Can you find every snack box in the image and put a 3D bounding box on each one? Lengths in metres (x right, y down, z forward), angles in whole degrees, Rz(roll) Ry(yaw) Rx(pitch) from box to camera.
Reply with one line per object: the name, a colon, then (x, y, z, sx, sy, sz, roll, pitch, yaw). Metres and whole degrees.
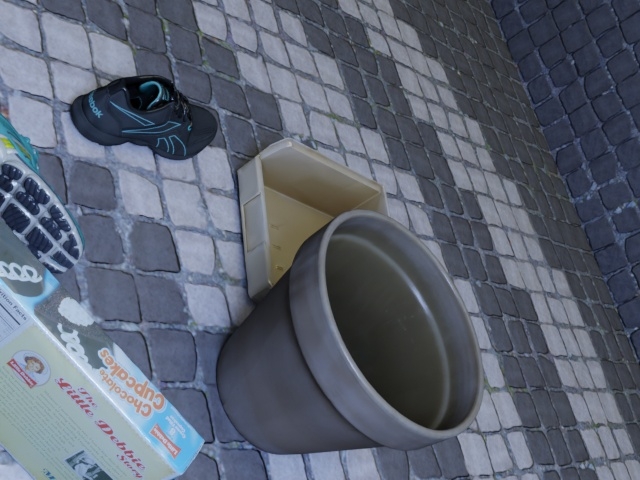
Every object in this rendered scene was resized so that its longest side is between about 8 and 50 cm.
snack box: (-0.292, 0.142, 0.923, 0.322, 0.187, 0.060, 51, 34, -12)

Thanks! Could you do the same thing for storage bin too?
storage bin: (0.000, 0.000, 1.467, 0.260, 0.123, 0.262, 23, 47, -41)

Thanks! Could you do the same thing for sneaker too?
sneaker: (-0.238, -0.186, 1.329, 0.267, 0.106, 0.101, -4, 66, -55)
sneaker: (-0.374, -0.086, 1.083, 0.275, 0.107, 0.110, 54, 24, -6)

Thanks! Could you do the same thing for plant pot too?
plant pot: (0.018, 0.159, 1.221, 0.323, 0.280, 0.323, 31, 43, -33)
